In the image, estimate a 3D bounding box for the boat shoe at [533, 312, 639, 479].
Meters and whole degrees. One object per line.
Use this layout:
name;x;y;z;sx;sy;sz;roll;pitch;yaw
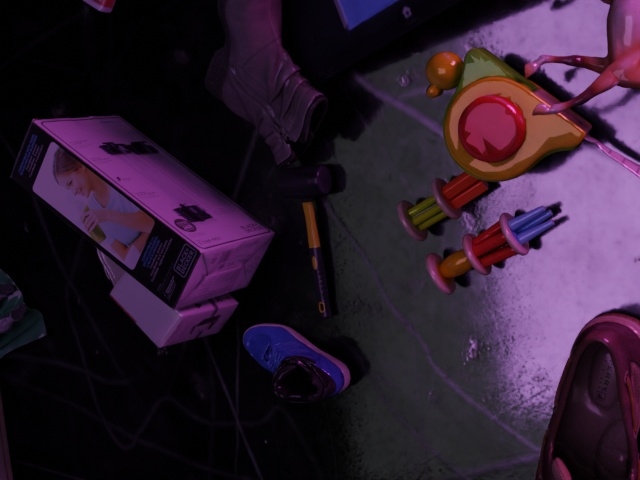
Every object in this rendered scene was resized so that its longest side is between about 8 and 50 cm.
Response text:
boat shoe;0.277;0.250;1.092;0.123;0.123;0.342;15;102;26

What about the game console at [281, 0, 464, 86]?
game console;0.045;-0.389;1.121;0.386;0.060;0.342;-23;84;46

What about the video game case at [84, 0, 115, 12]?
video game case;-0.300;-0.474;1.369;0.204;0.025;0.285;35;111;21

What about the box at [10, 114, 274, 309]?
box;-0.221;-0.044;1.299;0.290;0.169;0.087;36;113;18

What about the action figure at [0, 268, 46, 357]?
action figure;-0.516;0.146;1.540;0.232;0.063;0.137;-40;81;29

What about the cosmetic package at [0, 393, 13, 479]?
cosmetic package;-0.551;0.376;1.553;0.160;0.113;0.310;-5;94;28

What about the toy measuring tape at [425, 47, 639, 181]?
toy measuring tape;0.236;-0.081;1.090;0.330;0.121;0.121;39;112;10

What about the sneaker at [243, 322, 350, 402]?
sneaker;-0.045;0.150;1.273;0.152;0.084;0.058;27;108;23

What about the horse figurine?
horse figurine;0.290;-0.224;1.045;0.174;0.066;0.263;-4;80;5

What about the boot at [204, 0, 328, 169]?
boot;-0.044;-0.206;1.196;0.161;0.083;0.246;46;146;19

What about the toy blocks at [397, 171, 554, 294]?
toy blocks;0.174;-0.025;1.154;0.148;0.054;0.123;-31;82;27

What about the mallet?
mallet;0.000;0.000;1.263;0.062;0.039;0.190;-13;94;32

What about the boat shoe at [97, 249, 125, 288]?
boat shoe;-0.270;0.032;1.405;0.046;0.038;0.125;-23;84;-15

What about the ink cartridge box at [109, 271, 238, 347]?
ink cartridge box;-0.181;0.074;1.308;0.099;0.135;0.056;43;110;17
